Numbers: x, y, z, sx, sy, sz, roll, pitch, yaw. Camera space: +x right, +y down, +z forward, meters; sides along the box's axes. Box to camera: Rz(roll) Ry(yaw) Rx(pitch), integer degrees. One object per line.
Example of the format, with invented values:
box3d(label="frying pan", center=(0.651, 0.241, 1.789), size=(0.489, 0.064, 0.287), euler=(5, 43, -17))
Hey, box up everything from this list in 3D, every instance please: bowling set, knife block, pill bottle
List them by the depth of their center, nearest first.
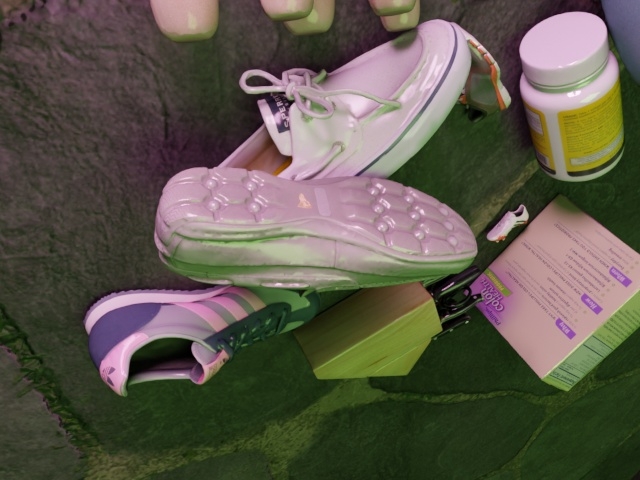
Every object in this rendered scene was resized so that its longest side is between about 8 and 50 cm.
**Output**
box3d(label="bowling set", center=(0.011, -0.254, 0.446), size=(0.287, 0.200, 0.154), euler=(-14, 104, -28))
box3d(label="pill bottle", center=(0.334, -0.185, 0.761), size=(0.119, 0.119, 0.208), euler=(-37, 136, 1))
box3d(label="knife block", center=(0.124, 0.101, 0.900), size=(0.275, 0.088, 0.242), euler=(7, 121, -34))

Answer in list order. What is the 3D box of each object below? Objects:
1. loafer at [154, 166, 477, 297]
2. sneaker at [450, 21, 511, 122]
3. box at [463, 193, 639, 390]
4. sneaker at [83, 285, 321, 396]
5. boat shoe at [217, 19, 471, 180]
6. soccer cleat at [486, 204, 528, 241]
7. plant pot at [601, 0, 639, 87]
box3d(label="loafer", center=(0.000, 0.000, 0.572), size=(0.319, 0.112, 0.111), euler=(7, 138, -14))
box3d(label="sneaker", center=(0.183, -0.197, 0.707), size=(0.065, 0.061, 0.158), euler=(-38, 136, 13))
box3d(label="box", center=(0.412, 0.087, 0.969), size=(0.117, 0.213, 0.243), euler=(28, 109, -42))
box3d(label="sneaker", center=(-0.128, 0.126, 0.739), size=(0.318, 0.131, 0.112), euler=(-9, 130, -25))
box3d(label="boat shoe", center=(-0.018, -0.123, 0.610), size=(0.367, 0.136, 0.156), euler=(-38, 134, 17))
box3d(label="soccer cleat", center=(0.308, -0.028, 0.945), size=(0.083, 0.029, 0.036), euler=(-30, 127, -10))
box3d(label="plant pot", center=(0.420, -0.335, 0.608), size=(0.290, 0.290, 0.195), euler=(-42, 98, 7))
